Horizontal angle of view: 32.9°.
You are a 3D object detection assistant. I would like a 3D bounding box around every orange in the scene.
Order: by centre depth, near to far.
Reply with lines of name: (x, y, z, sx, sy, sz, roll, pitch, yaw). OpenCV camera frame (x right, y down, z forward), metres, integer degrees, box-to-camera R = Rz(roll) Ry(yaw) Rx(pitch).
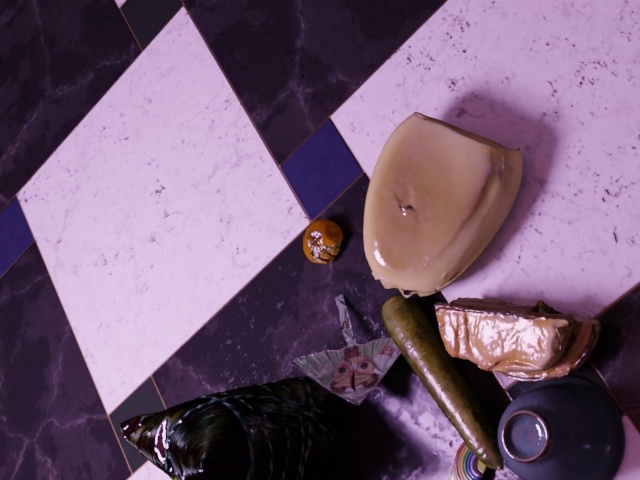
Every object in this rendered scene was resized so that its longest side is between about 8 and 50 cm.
orange: (0.000, 0.000, 2.037, 0.086, 0.062, 0.086, -11, 71, 36)

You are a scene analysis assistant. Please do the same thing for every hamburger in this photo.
hamburger: (0.319, 0.157, 1.740, 0.262, 0.124, 0.131, 5, 99, 42)

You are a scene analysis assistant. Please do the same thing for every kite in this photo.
kite: (0.056, 0.191, 1.939, 0.229, 0.012, 0.250, -15, 49, 7)

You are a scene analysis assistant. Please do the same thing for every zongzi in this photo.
zongzi: (-0.127, 0.361, 1.836, 0.362, 0.384, 0.319, -174, 94, -73)

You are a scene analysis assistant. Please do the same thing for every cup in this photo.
cup: (0.345, 0.302, 1.661, 0.199, 0.150, 0.199, -8, 76, 35)

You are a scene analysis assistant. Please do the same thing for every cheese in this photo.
cheese: (0.188, -0.053, 1.868, 0.259, 0.128, 0.315, 30, 100, 35)

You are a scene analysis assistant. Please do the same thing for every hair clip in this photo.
hair clip: (0.238, 0.399, 1.795, 0.060, 0.033, 0.188, 24, 95, 37)

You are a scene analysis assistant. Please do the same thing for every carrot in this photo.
carrot: (0.205, 0.237, 1.816, 0.074, 0.074, 0.358, -45, 54, 21)
